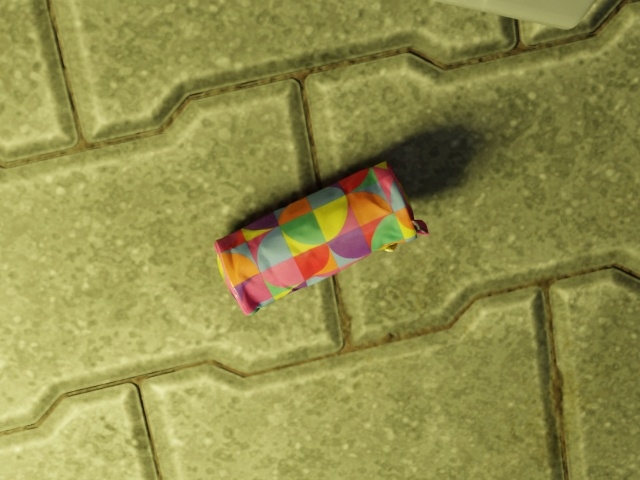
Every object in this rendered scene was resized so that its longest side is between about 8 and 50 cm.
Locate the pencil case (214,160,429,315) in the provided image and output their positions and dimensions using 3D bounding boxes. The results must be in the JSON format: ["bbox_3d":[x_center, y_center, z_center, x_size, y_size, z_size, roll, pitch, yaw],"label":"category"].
[{"bbox_3d":[0.000,0.000,2.156,0.236,0.104,0.104,-22,119,1],"label":"pencil case"}]

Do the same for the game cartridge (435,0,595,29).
[{"bbox_3d":[0.247,-0.375,2.046,0.196,0.060,0.294,8,115,-21],"label":"game cartridge"}]
